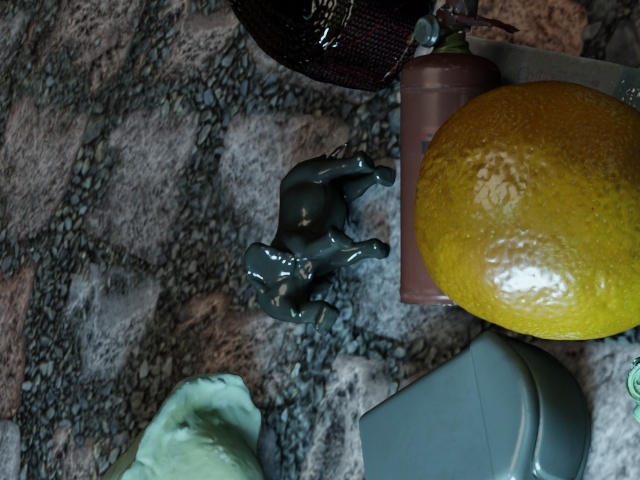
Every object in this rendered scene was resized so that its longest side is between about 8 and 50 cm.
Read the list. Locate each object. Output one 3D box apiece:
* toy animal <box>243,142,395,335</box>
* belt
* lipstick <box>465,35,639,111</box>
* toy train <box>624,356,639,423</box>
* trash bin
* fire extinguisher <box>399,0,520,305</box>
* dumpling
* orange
[{"bbox_3d":[0.003,0.004,2.012,0.146,0.114,0.245,-14,41,37],"label":"toy animal"},{"bbox_3d":[-0.009,-0.297,2.108,0.289,0.164,0.184,45,116,48],"label":"belt"},{"bbox_3d":[0.244,-0.155,1.832,0.317,0.068,0.066,20,90,50],"label":"lipstick"},{"bbox_3d":[0.351,0.108,1.593,0.178,0.071,0.104,-55,49,16],"label":"toy train"},{"bbox_3d":[0.150,0.200,1.753,0.236,0.101,0.177,-35,51,36],"label":"trash bin"},{"bbox_3d":[0.145,-0.101,1.811,0.147,0.106,0.337,4,96,50],"label":"fire extinguisher"},{"bbox_3d":[-0.147,0.318,1.962,0.270,0.211,0.321,116,145,-70],"label":"dumpling"},{"bbox_3d":[0.220,-0.023,1.653,0.264,0.264,0.264,-23,57,40],"label":"orange"}]
